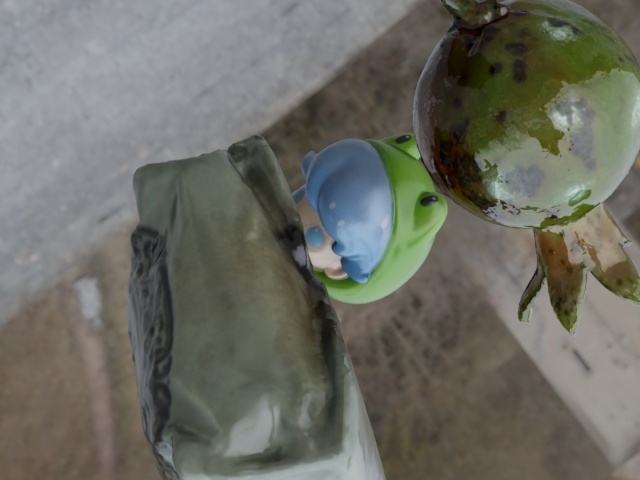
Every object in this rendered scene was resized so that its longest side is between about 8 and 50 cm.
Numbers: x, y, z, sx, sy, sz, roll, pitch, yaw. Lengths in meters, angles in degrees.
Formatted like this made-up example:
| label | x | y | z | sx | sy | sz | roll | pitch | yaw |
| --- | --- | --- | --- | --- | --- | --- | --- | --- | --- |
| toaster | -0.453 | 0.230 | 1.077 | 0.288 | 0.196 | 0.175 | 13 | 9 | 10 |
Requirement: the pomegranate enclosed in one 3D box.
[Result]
| label | x | y | z | sx | sy | sz | roll | pitch | yaw |
| --- | --- | --- | --- | --- | --- | --- | --- | --- | --- |
| pomegranate | 0.129 | -0.049 | 1.045 | 0.156 | 0.156 | 0.220 | -19 | 117 | -41 |

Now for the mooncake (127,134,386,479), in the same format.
| label | x | y | z | sx | sy | sz | roll | pitch | yaw |
| --- | --- | --- | --- | --- | --- | --- | --- | --- | --- |
| mooncake | -0.045 | 0.097 | 1.046 | 0.136 | 0.250 | 0.254 | -16 | 141 | 0 |

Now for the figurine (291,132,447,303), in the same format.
| label | x | y | z | sx | sy | sz | roll | pitch | yaw |
| --- | --- | --- | --- | --- | --- | --- | --- | --- | --- |
| figurine | 0.000 | 0.000 | 1.619 | 0.263 | 0.162 | 0.143 | -34 | 134 | 18 |
